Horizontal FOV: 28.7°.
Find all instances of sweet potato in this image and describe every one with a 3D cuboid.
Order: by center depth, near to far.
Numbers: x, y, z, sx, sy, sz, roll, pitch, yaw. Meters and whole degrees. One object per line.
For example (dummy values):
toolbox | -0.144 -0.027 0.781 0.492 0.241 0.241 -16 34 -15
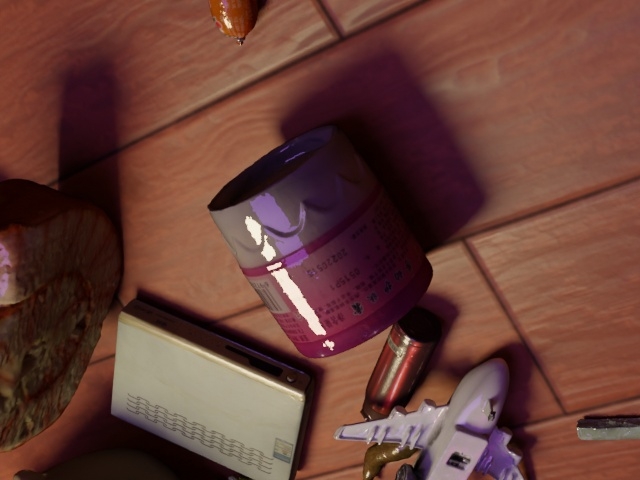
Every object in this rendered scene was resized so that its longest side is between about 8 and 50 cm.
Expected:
sweet potato | 0.086 0.261 1.544 0.041 0.038 0.153 50 133 10

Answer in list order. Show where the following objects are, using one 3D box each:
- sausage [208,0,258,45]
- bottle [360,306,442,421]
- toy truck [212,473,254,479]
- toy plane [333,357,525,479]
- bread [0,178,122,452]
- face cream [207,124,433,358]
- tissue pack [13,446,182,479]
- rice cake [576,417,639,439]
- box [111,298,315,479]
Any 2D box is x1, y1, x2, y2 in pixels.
sausage | -0.106 -0.354 1.229 0.053 0.053 0.347 8 124 24
bottle | 0.092 0.153 1.458 0.060 0.060 0.164 28 130 9
toy truck | -0.116 0.356 1.698 0.111 0.076 0.077 -26 88 41
toy plane | 0.152 0.241 1.440 0.251 0.101 0.255 21 122 -12
bread | -0.360 0.093 1.499 0.114 0.295 0.327 20 97 16
face cream | 0.000 0.000 1.326 0.175 0.175 0.195 -21 111 36
tissue pack | -0.330 0.452 1.734 0.276 0.267 0.387 58 139 12
rice cake | 0.342 0.208 1.380 0.121 0.021 0.022 -6 127 31
box | -0.144 0.205 1.625 0.270 0.045 0.210 21 128 15
